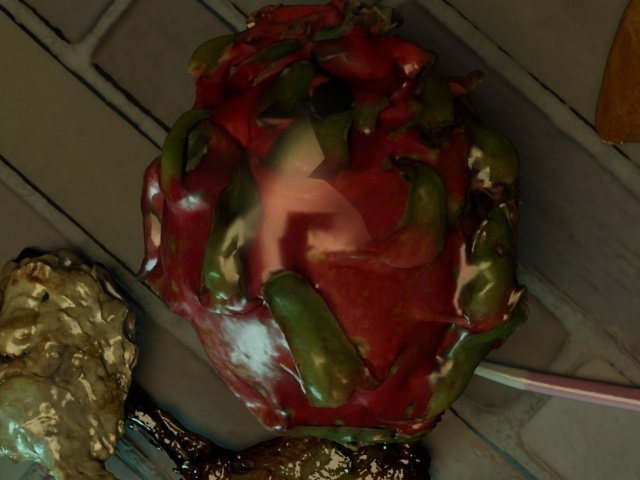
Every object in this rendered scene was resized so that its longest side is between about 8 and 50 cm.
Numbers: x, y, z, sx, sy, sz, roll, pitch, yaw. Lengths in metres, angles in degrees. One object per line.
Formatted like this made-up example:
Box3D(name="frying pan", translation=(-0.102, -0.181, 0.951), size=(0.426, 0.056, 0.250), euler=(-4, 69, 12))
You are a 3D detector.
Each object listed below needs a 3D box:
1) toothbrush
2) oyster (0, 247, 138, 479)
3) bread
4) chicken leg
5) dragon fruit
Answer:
Box3D(name="toothbrush", translation=(0.162, 0.101, 1.330), size=(0.286, 0.020, 0.025), euler=(9, 111, 14))
Box3D(name="oyster", translation=(-0.192, 0.099, 1.371), size=(0.163, 0.081, 0.191), euler=(-43, 78, 7))
Box3D(name="bread", translation=(0.246, -0.136, 1.248), size=(0.154, 0.054, 0.136), euler=(-7, 96, 13))
Box3D(name="chicken leg", translation=(-0.045, 0.160, 1.380), size=(0.253, 0.051, 0.106), euler=(8, 96, 14))
Box3D(name="dragon fruit", translation=(0.011, -0.004, 1.241), size=(0.237, 0.231, 0.302), euler=(-19, 104, -17))
